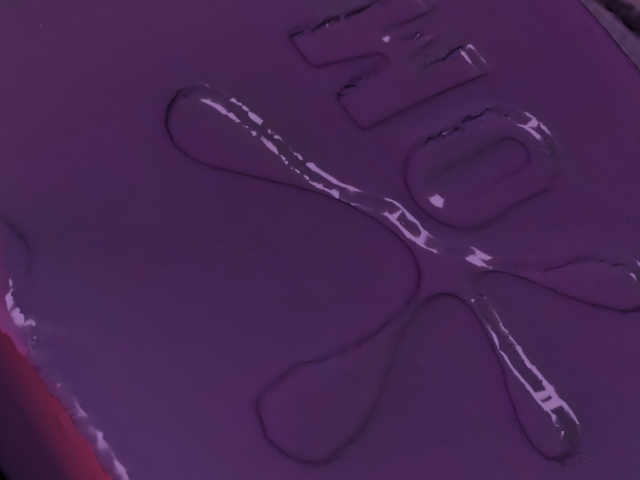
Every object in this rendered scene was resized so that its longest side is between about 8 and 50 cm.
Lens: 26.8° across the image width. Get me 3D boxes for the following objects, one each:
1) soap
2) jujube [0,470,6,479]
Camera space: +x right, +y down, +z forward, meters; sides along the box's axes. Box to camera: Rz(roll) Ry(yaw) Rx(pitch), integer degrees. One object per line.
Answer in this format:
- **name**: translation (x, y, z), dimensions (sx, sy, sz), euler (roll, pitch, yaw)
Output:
- **soap**: translation (0.000, 0.000, 0.498), dimensions (0.285, 0.107, 0.296), euler (-30, 74, -31)
- **jujube**: translation (-0.186, 0.132, 0.460), dimensions (0.197, 0.197, 0.290), euler (-23, 63, -8)
